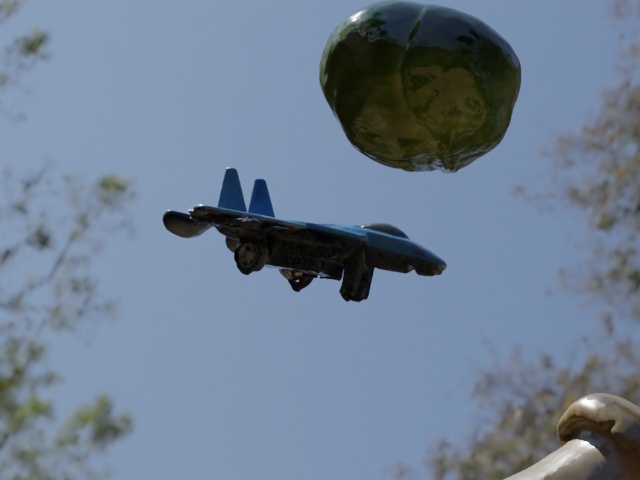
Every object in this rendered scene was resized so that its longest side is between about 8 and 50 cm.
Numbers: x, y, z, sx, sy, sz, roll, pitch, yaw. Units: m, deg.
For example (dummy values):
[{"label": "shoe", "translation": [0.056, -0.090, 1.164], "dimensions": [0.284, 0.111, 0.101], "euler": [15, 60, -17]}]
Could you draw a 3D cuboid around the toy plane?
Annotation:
[{"label": "toy plane", "translation": [-0.002, 0.008, 1.586], "dimensions": [0.246, 0.078, 0.169], "euler": [21, 0, 38]}]

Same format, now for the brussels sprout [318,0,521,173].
[{"label": "brussels sprout", "translation": [0.068, -0.106, 1.406], "dimensions": [0.155, 0.117, 0.155], "euler": [15, -28, 8]}]

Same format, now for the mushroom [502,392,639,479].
[{"label": "mushroom", "translation": [0.025, 0.143, 0.711], "dimensions": [0.247, 0.108, 0.096], "euler": [-21, -37, -9]}]
